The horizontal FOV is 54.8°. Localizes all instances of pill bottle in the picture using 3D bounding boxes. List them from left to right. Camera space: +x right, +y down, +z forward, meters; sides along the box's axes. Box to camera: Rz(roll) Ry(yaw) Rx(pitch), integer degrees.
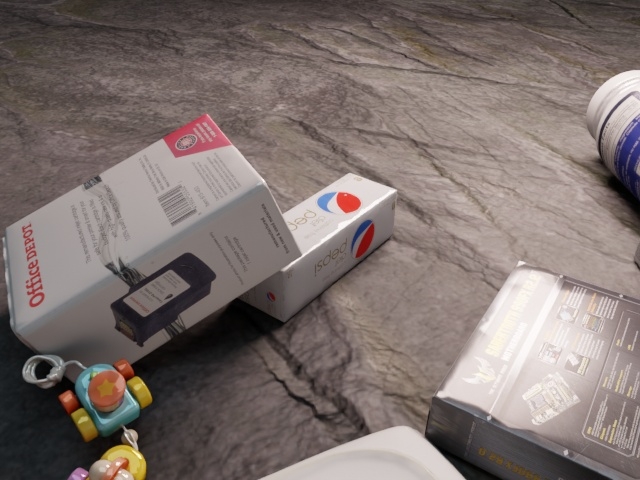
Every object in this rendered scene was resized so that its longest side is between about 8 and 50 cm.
[{"bbox_3d":[0.476,-0.131,0.844,0.153,0.153,0.265,0,34,-2],"label":"pill bottle"}]

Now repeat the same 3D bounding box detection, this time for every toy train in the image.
[{"bbox_3d":[-0.187,0.152,0.444,0.125,0.046,0.166,7,53,-10],"label":"toy train"}]

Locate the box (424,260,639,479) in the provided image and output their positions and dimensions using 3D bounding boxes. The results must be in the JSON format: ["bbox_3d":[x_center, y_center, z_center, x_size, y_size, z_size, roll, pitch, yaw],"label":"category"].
[{"bbox_3d":[0.222,0.121,0.539,0.183,0.056,0.231,19,37,25],"label":"box"}]

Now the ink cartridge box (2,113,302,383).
[{"bbox_3d":[-0.165,0.003,0.593,0.237,0.100,0.172,-32,41,-8],"label":"ink cartridge box"}]

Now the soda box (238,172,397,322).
[{"bbox_3d":[0.000,0.000,0.701,0.074,0.069,0.216,23,40,30],"label":"soda box"}]

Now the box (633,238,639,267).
[{"bbox_3d":[0.475,0.014,0.670,0.203,0.103,0.114,3,34,2],"label":"box"}]

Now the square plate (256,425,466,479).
[{"bbox_3d":[-0.010,0.225,0.298,0.344,0.049,0.347,-14,20,-21],"label":"square plate"}]
